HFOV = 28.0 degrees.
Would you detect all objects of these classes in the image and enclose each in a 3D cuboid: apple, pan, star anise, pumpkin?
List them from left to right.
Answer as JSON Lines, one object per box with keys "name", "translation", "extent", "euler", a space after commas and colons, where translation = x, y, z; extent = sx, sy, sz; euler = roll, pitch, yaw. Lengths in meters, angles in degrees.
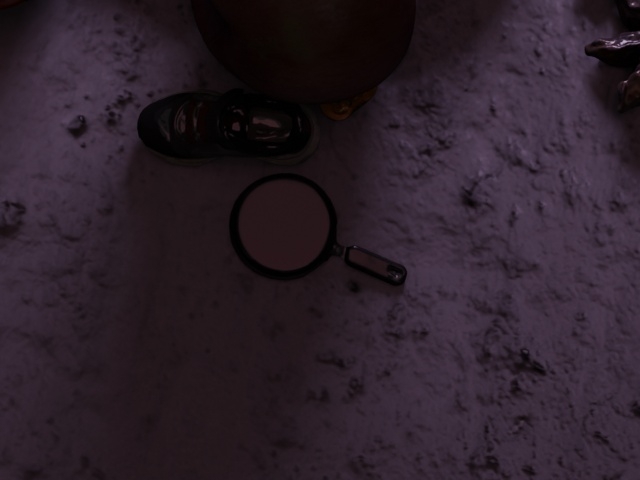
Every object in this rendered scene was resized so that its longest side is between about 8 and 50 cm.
{"name": "apple", "translation": [-0.026, -0.293, 1.493], "extent": [0.235, 0.306, 0.306], "euler": [-28, 86, -14]}
{"name": "pan", "translation": [0.000, 0.000, 1.600], "extent": [0.235, 0.028, 0.136], "euler": [22, 83, -1]}
{"name": "pumpkin", "translation": [0.035, -0.186, 1.626], "extent": [0.083, 0.028, 0.050], "euler": [-39, 85, 1]}
{"name": "star anise", "translation": [0.437, -0.237, 1.637], "extent": [0.212, 0.073, 0.197], "euler": [42, 80, 4]}

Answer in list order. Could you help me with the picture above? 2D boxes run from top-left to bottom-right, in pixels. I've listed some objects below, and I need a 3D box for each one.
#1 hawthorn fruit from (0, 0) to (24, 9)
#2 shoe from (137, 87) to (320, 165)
{"name": "hawthorn fruit", "translation": [-0.375, -0.410, 1.498], "extent": [0.330, 0.287, 0.287], "euler": [-10, 84, 9]}
{"name": "shoe", "translation": [-0.110, -0.144, 1.569], "extent": [0.227, 0.112, 0.099], "euler": [3, 84, -5]}
